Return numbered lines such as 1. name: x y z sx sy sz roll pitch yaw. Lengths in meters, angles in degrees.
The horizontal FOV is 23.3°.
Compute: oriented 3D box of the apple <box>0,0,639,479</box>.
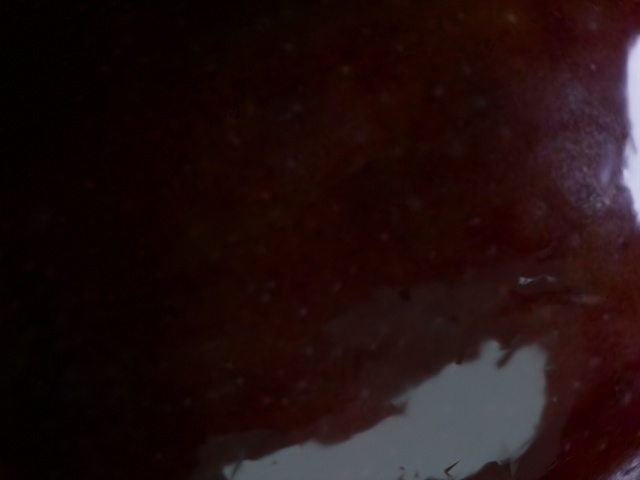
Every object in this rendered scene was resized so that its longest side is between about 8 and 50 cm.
1. apple: 0.000 0.000 0.561 0.317 0.288 0.288 -14 140 -29
